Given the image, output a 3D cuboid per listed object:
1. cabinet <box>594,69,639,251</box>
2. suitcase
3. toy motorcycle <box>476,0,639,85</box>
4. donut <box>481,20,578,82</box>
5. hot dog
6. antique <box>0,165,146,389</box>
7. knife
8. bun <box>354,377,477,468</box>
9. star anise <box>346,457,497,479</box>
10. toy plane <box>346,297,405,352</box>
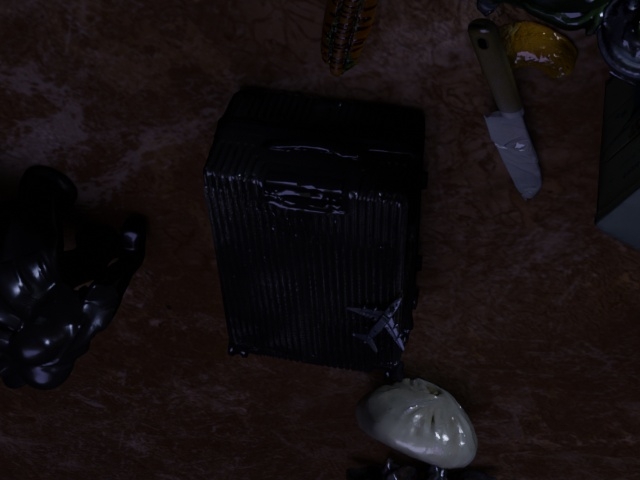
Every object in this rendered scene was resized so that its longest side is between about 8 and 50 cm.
[{"bbox_3d":[0.333,-0.093,0.773,0.150,0.206,0.145,26,140,-11],"label":"cabinet"},{"bbox_3d":[0.000,0.000,1.066,0.229,0.152,0.335,8,138,9],"label":"suitcase"},{"bbox_3d":[0.161,-0.223,0.684,0.275,0.205,0.127,26,98,9],"label":"toy motorcycle"},{"bbox_3d":[0.194,-0.168,0.874,0.083,0.038,0.067,24,138,-5],"label":"donut"},{"bbox_3d":[0.026,-0.206,0.895,0.049,0.037,0.122,18,140,5],"label":"hot dog"},{"bbox_3d":[-0.405,0.044,1.190,0.322,0.255,0.185,12,139,3],"label":"antique"},{"bbox_3d":[0.181,-0.117,0.913,0.047,0.017,0.298,2,154,26],"label":"knife"},{"bbox_3d":[0.143,0.254,1.344,0.183,0.102,0.183,22,176,1],"label":"bun"},{"bbox_3d":[0.176,0.442,1.551,0.282,0.129,0.212,13,125,1],"label":"star anise"},{"bbox_3d":[0.065,0.089,1.007,0.078,0.024,0.084,37,137,3],"label":"toy plane"}]
